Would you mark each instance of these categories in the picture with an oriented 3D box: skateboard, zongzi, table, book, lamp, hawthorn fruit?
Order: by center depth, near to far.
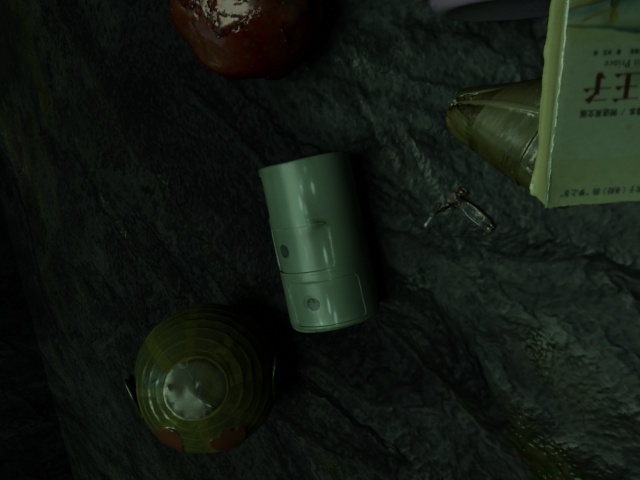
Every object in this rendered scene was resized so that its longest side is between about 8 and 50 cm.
[{"bbox_3d":[0.258,-0.171,0.329,0.026,0.202,0.289,-109,16,-74],"label":"book"},{"bbox_3d":[0.218,-0.138,0.433,0.160,0.079,0.176,43,118,24],"label":"zongzi"},{"bbox_3d":[0.152,-0.025,0.518,0.064,0.083,0.032,48,129,20],"label":"skateboard"},{"bbox_3d":[-0.076,-0.291,0.579,0.235,0.181,0.181,8,108,40],"label":"hawthorn fruit"},{"bbox_3d":[0.000,0.000,0.636,0.127,0.126,0.219,-5,99,43],"label":"table"},{"bbox_3d":[-0.195,0.231,0.827,0.284,0.251,0.250,141,108,-84],"label":"lamp"}]

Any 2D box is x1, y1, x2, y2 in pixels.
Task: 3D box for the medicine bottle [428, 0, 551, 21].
[{"bbox_3d":[0.163,-0.318,0.367,0.152,0.152,0.254,12,112,40],"label":"medicine bottle"}]
